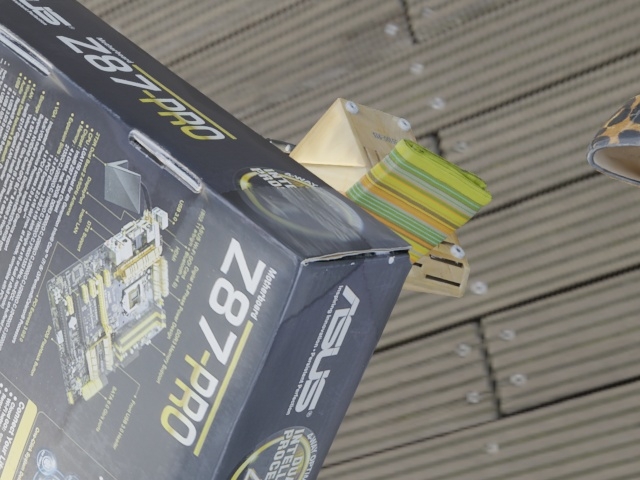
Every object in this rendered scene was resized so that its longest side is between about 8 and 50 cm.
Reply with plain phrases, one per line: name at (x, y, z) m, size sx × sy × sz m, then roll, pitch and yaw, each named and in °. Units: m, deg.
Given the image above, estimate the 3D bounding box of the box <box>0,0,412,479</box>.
box at (-0.155, 0.092, 0.840) m, size 0.318 × 0.097 × 0.394 m, roll 37°, pitch 116°, yaw 34°

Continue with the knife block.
knife block at (0.000, 0.000, 1.426) m, size 0.242 × 0.088 × 0.275 m, roll -49°, pitch 43°, yaw 32°

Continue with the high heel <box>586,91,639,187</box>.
high heel at (0.272, -0.010, 0.830) m, size 0.261 × 0.186 × 0.093 m, roll -119°, pitch 20°, yaw -50°

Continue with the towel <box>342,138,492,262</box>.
towel at (0.017, 0.011, 1.199) m, size 0.237 × 0.102 × 0.021 m, roll -40°, pitch 43°, yaw 26°
